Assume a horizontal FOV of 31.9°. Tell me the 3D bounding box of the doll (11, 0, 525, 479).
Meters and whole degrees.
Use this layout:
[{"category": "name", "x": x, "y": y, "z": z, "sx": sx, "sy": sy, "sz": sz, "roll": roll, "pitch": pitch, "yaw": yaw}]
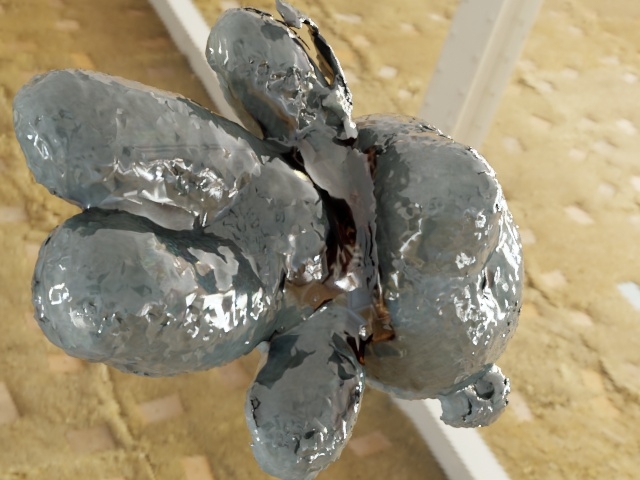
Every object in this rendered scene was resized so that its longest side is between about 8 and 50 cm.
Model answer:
[{"category": "doll", "x": 0.007, "y": -0.001, "z": 0.586, "sx": 0.340, "sy": 0.158, "sz": 0.245, "roll": 19, "pitch": -120, "yaw": -53}]
